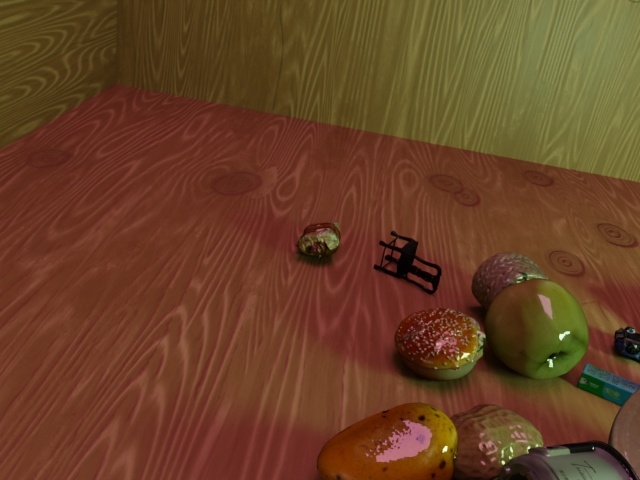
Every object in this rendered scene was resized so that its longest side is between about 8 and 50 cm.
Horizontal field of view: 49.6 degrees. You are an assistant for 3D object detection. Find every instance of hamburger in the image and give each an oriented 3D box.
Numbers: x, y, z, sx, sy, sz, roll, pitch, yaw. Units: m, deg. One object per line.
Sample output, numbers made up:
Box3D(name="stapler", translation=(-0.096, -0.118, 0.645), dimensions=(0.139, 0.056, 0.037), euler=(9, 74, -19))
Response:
Box3D(name="hamburger", translation=(0.299, 0.259, 1.757), dimensions=(0.236, 0.147, 0.237), euler=(5, 25, -2))

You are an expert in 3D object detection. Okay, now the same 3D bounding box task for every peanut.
Box3D(name="peanut", translation=(0.347, 0.430, 1.467), dimensions=(0.233, 0.110, 0.196), euler=(-7, 19, -30))

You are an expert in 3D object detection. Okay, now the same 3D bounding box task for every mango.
Box3D(name="mango", translation=(0.136, 0.426, 1.343), dimensions=(0.290, 0.160, 0.191), euler=(-9, 50, -15))

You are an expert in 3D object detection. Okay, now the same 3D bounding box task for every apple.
Box3D(name="apple", translation=(0.566, 0.227, 1.806), dimensions=(0.262, 0.262, 0.262), euler=(8, 26, -4))

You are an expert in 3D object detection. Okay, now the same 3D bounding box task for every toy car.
Box3D(name="toy car", translation=(0.938, 0.316, 1.965), dimensions=(0.216, 0.063, 0.103), euler=(20, 28, 8))

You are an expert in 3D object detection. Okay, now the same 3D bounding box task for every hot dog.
Box3D(name="hot dog", translation=(0.000, 0.000, 2.241), dimensions=(0.146, 0.103, 0.213), euler=(-7, 13, 13))

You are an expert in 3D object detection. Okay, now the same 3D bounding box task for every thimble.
Box3D(name="thimble", translation=(0.569, 0.149, 2.032), dimensions=(0.229, 0.196, 0.148), euler=(31, 18, -29))

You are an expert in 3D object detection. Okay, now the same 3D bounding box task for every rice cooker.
Box3D(name="rice cooker", translation=(0.461, 0.489, 1.242), dimensions=(0.227, 0.241, 0.280), euler=(-1, -17, -14))

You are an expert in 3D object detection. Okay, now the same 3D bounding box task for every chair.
Box3D(name="chair", translation=(0.292, 0.071, 2.187), dimensions=(0.229, 0.106, 0.113), euler=(24, 31, 24))

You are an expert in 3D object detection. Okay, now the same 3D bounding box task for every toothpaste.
Box3D(name="toothpaste", translation=(0.798, 0.396, 1.765), dimensions=(0.266, 0.050, 0.065), euler=(22, 29, 23))

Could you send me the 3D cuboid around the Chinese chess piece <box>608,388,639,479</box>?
Box3D(name="Chinese chess piece", translation=(0.764, 0.431, 1.392), dimensions=(0.349, 0.146, 0.349), euler=(-21, 37, 17))
